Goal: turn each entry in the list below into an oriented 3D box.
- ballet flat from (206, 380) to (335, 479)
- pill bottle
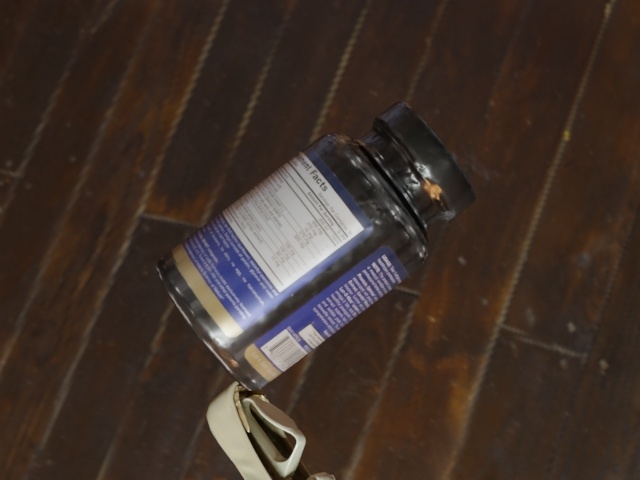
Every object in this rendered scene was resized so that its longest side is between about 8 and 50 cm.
[{"bbox_3d":[-0.031,0.240,1.279,0.086,0.086,0.248,-41,64,5],"label":"ballet flat"},{"bbox_3d":[0.000,0.000,0.936,0.219,0.123,0.123,-37,59,-1],"label":"pill bottle"}]
